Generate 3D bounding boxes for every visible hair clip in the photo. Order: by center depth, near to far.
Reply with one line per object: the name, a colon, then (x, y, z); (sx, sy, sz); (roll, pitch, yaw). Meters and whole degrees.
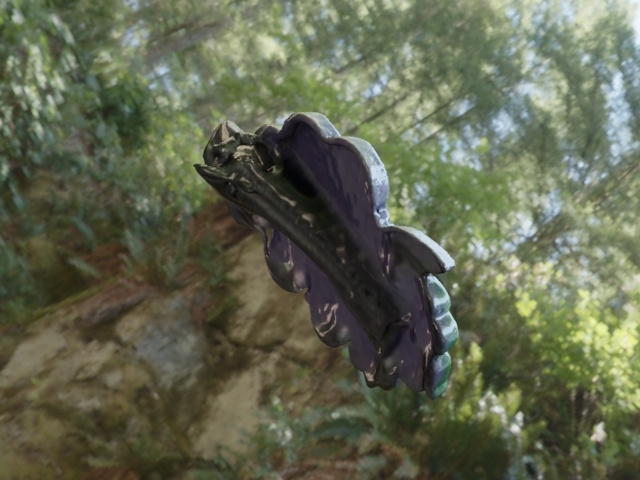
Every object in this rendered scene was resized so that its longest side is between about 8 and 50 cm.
hair clip: (-0.002, 0.001, 0.504); (0.195, 0.052, 0.124); (46, -34, 30)
